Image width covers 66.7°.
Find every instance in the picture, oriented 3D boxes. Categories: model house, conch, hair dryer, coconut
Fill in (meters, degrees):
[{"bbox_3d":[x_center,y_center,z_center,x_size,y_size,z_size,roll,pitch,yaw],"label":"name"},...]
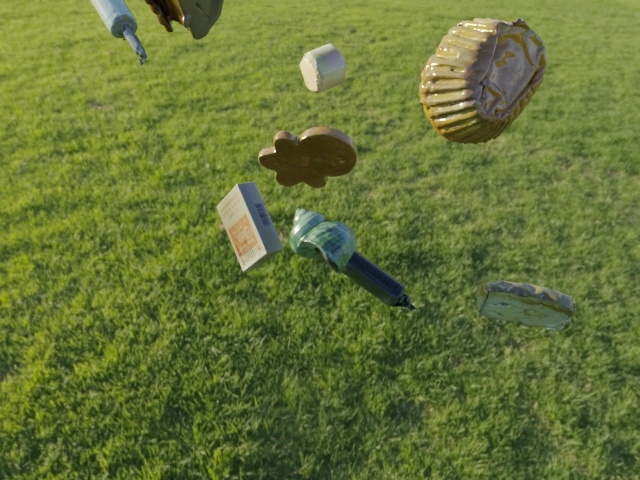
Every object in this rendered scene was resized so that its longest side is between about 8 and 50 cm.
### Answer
[{"bbox_3d":[-0.376,-0.691,1.282,0.229,0.199,0.219,35,76,25],"label":"model house"},{"bbox_3d":[0.003,-0.001,1.179,0.188,0.121,0.176,22,7,29],"label":"conch"},{"bbox_3d":[-0.371,-0.444,0.824,0.108,0.173,0.357,-22,75,-53],"label":"hair dryer"},{"bbox_3d":[0.020,-0.588,1.655,0.153,0.147,0.147,-31,50,-18],"label":"coconut"}]

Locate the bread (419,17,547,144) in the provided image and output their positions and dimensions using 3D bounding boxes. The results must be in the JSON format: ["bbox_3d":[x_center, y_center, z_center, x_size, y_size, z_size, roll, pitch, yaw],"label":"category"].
[{"bbox_3d":[0.349,-0.334,1.036,0.274,0.273,0.149,-9,22,-16],"label":"bread"}]

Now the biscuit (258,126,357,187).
[{"bbox_3d":[-0.039,-0.289,1.680,0.355,0.275,0.052,-15,49,34],"label":"biscuit"}]

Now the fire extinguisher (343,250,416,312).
[{"bbox_3d":[0.197,0.145,1.685,0.311,0.095,0.114,36,1,0],"label":"fire extinguisher"}]

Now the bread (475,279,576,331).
[{"bbox_3d":[0.505,0.155,1.207,0.232,0.128,0.087,12,45,4],"label":"bread"}]

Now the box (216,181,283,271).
[{"bbox_3d":[-0.188,-0.036,1.278,0.058,0.141,0.201,-16,78,-41],"label":"box"}]
